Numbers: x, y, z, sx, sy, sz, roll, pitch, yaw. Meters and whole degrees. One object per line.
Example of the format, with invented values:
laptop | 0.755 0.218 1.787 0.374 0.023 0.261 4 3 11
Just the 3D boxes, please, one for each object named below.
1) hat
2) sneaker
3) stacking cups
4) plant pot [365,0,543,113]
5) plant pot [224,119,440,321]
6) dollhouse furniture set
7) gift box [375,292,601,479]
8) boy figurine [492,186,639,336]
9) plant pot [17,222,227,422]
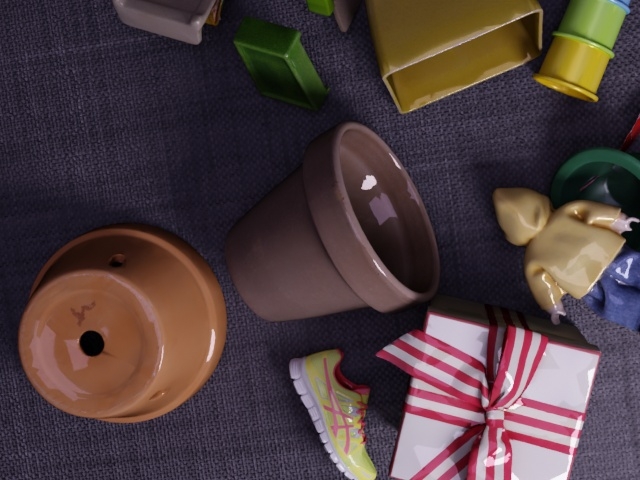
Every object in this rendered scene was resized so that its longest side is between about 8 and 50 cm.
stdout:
hat | 0.443 -0.092 1.583 0.173 0.183 0.208 45 140 9
sneaker | 0.037 0.248 1.625 0.094 0.081 0.208 -27 91 5
stacking cups | 0.391 -0.347 1.531 0.096 0.096 0.316 23 97 3
plant pot | 0.158 -0.313 1.513 0.212 0.212 0.187 -23 79 7
plant pot | 0.000 0.000 1.543 0.229 0.263 0.263 -24 92 25
dollhouse furniture set | -0.112 -0.336 1.601 0.301 0.151 0.197 20 76 21
gift box | 0.204 0.216 1.516 0.276 0.258 0.255 8 95 4
boy figurine | 0.343 0.026 1.528 0.285 0.092 0.177 34 99 24
plant pot | -0.291 0.128 1.588 0.291 0.203 0.291 1 96 6
